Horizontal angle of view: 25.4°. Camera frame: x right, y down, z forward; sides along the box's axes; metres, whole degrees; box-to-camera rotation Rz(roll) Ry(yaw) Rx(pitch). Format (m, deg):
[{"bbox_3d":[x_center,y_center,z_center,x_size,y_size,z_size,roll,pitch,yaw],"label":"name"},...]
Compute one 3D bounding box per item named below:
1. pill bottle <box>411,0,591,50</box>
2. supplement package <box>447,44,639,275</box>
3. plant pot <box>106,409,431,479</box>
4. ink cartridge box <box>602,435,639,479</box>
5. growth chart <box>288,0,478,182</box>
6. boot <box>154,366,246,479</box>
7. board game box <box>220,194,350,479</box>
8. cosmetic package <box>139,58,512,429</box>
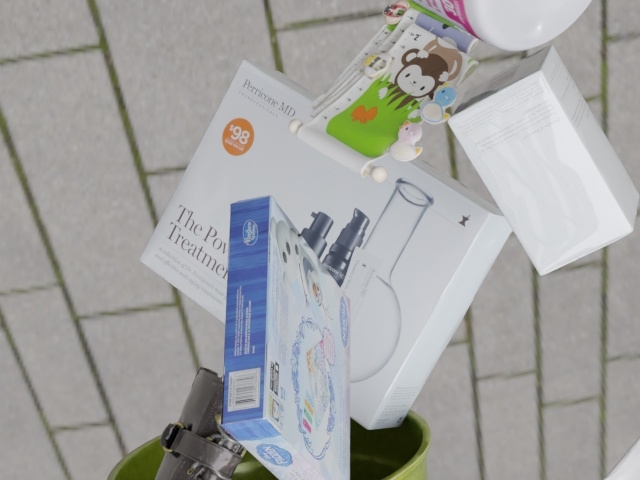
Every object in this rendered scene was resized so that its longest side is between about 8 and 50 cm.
[{"bbox_3d":[0.091,-0.281,1.172,0.160,0.283,0.160,-26,134,-30],"label":"pill bottle"},{"bbox_3d":[0.217,-0.078,1.365,0.105,0.105,0.179,-28,101,23],"label":"supplement package"},{"bbox_3d":[-0.033,0.407,1.620,0.366,0.366,0.353,-8,102,1],"label":"plant pot"},{"bbox_3d":[0.192,0.119,0.485,0.181,0.104,0.061,50,154,-7],"label":"ink cartridge box"},{"bbox_3d":[0.078,-0.165,1.443,0.237,0.172,0.021,-52,137,-17],"label":"growth chart"},{"bbox_3d":[-0.105,0.216,1.184,0.091,0.263,0.229,28,86,-23],"label":"boot"},{"bbox_3d":[-0.011,0.044,0.540,0.020,0.090,0.090,-10,148,18],"label":"board game box"},{"bbox_3d":[0.000,0.000,1.666,0.284,0.377,0.097,-61,153,9],"label":"cosmetic package"}]
